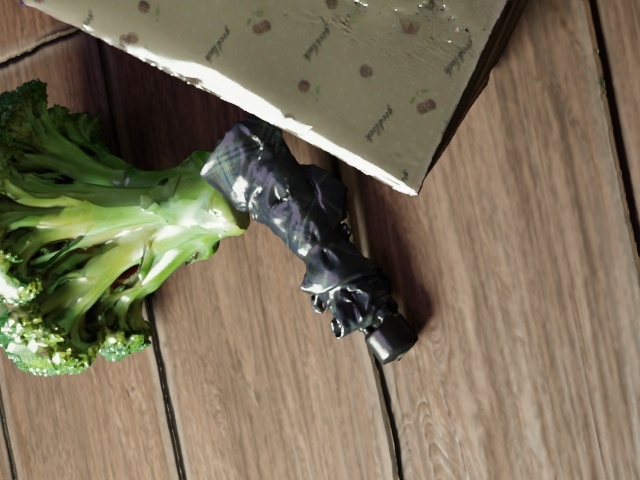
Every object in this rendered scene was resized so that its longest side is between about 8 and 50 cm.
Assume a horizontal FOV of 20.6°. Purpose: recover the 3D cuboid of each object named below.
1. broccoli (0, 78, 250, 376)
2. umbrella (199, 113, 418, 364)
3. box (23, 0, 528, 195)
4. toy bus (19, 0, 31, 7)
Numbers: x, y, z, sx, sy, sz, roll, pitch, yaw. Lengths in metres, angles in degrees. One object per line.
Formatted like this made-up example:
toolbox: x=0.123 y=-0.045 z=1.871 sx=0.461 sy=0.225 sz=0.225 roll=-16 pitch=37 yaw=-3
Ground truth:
broccoli: x=-0.194 y=-0.016 z=1.477 sx=0.269 sy=0.269 sz=0.254 roll=-10 pitch=94 yaw=45
umbrella: x=0.002 y=-0.002 z=1.377 sx=0.080 sy=0.071 sz=0.224 roll=-46 pitch=74 yaw=30
box: x=-0.002 y=-0.206 z=1.157 sx=0.297 sy=0.225 sz=0.190 roll=26 pitch=123 yaw=6
toy bus: x=-0.237 y=-0.293 z=1.556 sx=0.098 sy=0.087 sz=0.178 roll=-19 pitch=80 yaw=47
